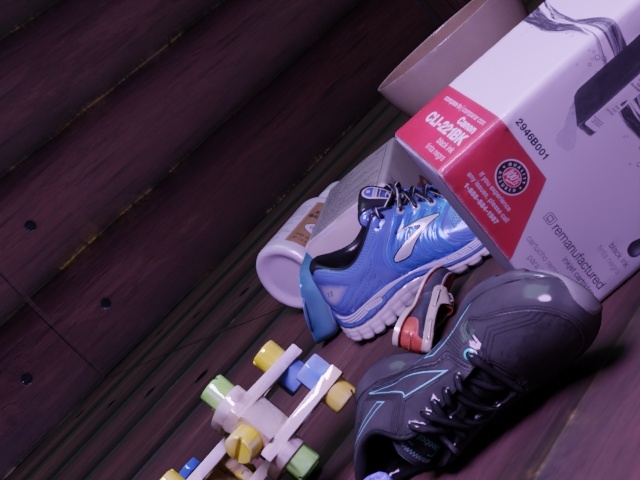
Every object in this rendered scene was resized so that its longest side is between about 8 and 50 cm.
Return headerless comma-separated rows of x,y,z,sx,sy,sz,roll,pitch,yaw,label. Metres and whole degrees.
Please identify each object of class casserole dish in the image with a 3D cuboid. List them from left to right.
0.007,0.072,1.312,0.037,0.114,0.188,-12,16,10,casserole dish

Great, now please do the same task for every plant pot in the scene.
0.266,-0.281,1.564,0.284,0.191,0.284,-41,8,7,plant pot

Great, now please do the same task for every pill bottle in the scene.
0.000,0.000,1.571,0.131,0.131,0.229,-33,13,46,pill bottle

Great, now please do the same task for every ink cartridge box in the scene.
0.234,-0.096,0.754,0.273,0.197,0.114,-42,26,4,ink cartridge box

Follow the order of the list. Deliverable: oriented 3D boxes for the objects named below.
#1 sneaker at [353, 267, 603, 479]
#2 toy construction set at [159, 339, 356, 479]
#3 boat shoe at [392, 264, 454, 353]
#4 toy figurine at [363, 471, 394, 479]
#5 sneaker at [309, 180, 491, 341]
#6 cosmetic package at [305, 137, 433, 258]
0.113,0.120,0.708,0.267,0.101,0.106,-46,14,44,sneaker
-0.118,0.237,0.829,0.327,0.151,0.215,-31,-18,-27,toy construction set
0.122,0.075,0.992,0.043,0.049,0.137,12,35,23,boat shoe
-0.010,0.199,0.546,0.362,0.191,0.217,-30,10,49,toy figurine
0.120,-0.022,1.111,0.330,0.147,0.130,-39,9,14,sneaker
0.089,-0.034,1.361,0.153,0.129,0.296,-40,10,19,cosmetic package
